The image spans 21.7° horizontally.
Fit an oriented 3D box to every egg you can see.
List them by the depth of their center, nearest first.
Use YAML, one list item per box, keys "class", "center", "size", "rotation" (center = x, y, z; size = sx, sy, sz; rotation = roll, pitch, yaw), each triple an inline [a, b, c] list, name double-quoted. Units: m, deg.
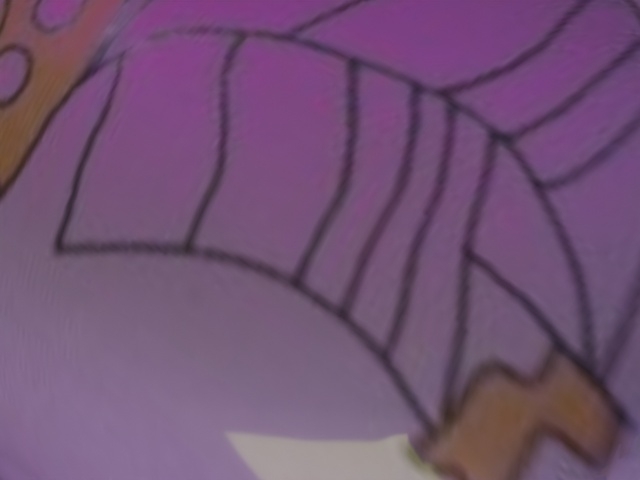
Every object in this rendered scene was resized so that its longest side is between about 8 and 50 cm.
- class: "egg"
  center: [0.000, 0.000, 0.418]
  size: [0.271, 0.196, 0.196]
  rotation: [37, 149, 17]
